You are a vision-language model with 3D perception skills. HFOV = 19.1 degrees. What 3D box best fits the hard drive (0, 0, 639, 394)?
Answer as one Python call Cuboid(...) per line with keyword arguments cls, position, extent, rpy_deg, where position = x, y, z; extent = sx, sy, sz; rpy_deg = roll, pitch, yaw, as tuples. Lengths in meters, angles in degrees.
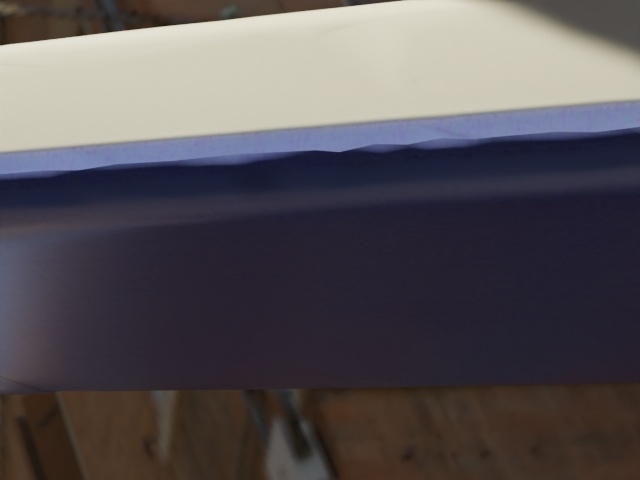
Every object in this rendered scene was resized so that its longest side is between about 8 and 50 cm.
Cuboid(cls="hard drive", position=(0.000, 0.000, 0.455), extent=(0.319, 0.040, 0.210), rpy_deg=(-3, -16, 24))
